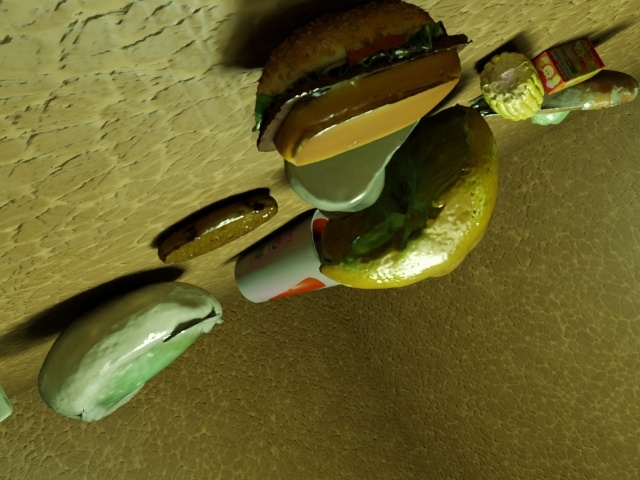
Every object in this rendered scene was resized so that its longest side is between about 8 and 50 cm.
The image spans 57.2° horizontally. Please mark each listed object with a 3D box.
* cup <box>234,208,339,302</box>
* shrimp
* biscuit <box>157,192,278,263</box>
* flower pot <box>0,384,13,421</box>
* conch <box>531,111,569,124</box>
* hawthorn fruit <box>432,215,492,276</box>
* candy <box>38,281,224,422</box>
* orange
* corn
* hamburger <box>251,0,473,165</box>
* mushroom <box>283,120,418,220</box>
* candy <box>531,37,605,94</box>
[{"bbox_3d":[-0.065,0.053,1.452,0.288,0.203,0.203,-22,179,33],"label":"cup"},{"bbox_3d":[0.411,-0.269,1.058,0.316,0.062,0.164,-10,-155,-5],"label":"shrimp"},{"bbox_3d":[-0.160,-0.018,0.927,0.212,0.036,0.212,-26,177,-2],"label":"biscuit"},{"bbox_3d":[-0.692,0.323,0.974,0.254,0.165,0.367,-31,176,-18],"label":"flower pot"},{"bbox_3d":[0.550,-0.325,1.325,0.170,0.079,0.106,-39,-177,40],"label":"conch"},{"bbox_3d":[0.262,-0.075,1.317,0.267,0.268,0.301,-31,-177,44],"label":"hawthorn fruit"},{"bbox_3d":[-0.381,0.199,1.172,0.386,0.186,0.427,-34,176,-17],"label":"candy"},{"bbox_3d":[0.135,-0.046,0.905,0.334,0.196,0.262,-34,-168,14],"label":"orange"},{"bbox_3d":[0.288,-0.223,0.873,0.081,0.081,0.248,-29,175,24],"label":"corn"},{"bbox_3d":[0.020,-0.123,0.455,0.165,0.087,0.137,-24,175,-22],"label":"hamburger"},{"bbox_3d":[0.041,-0.093,0.710,0.159,0.122,0.329,-18,176,2],"label":"mushroom"},{"bbox_3d":[0.404,-0.286,0.957,0.122,0.062,0.038,-24,172,-30],"label":"candy"}]
